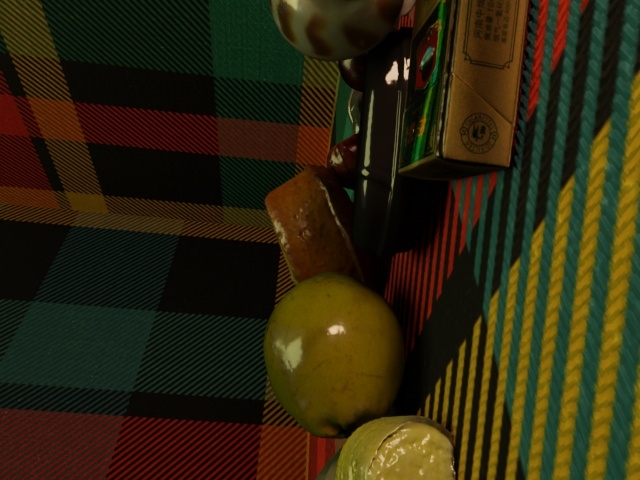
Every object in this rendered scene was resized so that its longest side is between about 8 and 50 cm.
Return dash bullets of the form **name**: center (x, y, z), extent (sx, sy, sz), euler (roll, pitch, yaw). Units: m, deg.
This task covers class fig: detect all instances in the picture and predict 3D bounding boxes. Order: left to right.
- **fig**: center (0.078, -0.152, 0.957), extent (0.129, 0.128, 0.150), euler (99, 151, -46)

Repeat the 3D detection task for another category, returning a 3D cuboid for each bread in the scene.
- **bread**: center (0.001, 0.001, 0.939), extent (0.312, 0.172, 0.313), euler (157, 90, -84)
- **bread**: center (0.078, 0.248, 0.487), extent (0.114, 0.111, 0.129), euler (116, 156, -58)

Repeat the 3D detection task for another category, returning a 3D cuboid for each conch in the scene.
- **conch**: center (0.026, -0.297, 0.537), extent (0.149, 0.182, 0.275), euler (50, -175, -26)

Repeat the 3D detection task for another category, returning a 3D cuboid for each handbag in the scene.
- **handbag**: center (0.096, -0.130, 0.653), extent (0.254, 0.092, 0.308), euler (-74, -11, -87)

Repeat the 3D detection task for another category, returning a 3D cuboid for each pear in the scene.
- **pear**: center (0.019, 0.157, 0.686), extent (0.269, 0.212, 0.213), euler (-100, 13, -50)

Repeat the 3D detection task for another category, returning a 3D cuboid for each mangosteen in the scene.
- **mangosteen**: center (0.101, -0.357, 0.902), extent (0.140, 0.139, 0.140), euler (-175, 90, -86)

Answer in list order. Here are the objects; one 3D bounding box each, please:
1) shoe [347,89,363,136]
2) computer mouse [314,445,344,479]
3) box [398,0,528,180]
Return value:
- **shoe**: center (0.105, -0.270, 1.075), extent (0.077, 0.074, 0.195), euler (175, 97, -75)
- **computer mouse**: center (0.038, 0.414, 0.554), extent (0.429, 0.145, 0.228), euler (-94, 12, -67)
- **box**: center (0.132, -0.183, 0.444), extent (0.159, 0.071, 0.240), euler (-153, 69, -84)
